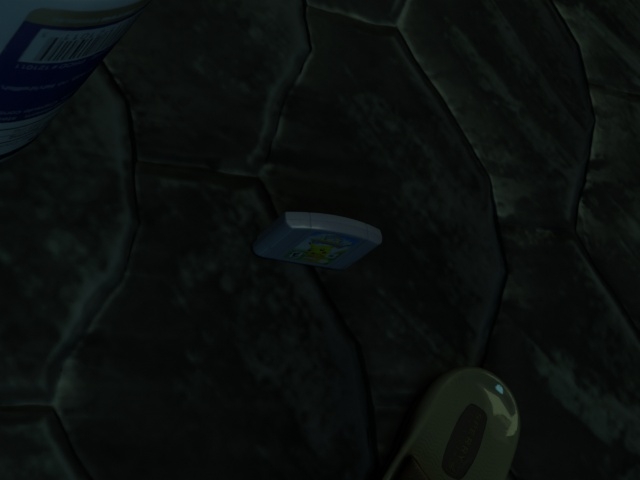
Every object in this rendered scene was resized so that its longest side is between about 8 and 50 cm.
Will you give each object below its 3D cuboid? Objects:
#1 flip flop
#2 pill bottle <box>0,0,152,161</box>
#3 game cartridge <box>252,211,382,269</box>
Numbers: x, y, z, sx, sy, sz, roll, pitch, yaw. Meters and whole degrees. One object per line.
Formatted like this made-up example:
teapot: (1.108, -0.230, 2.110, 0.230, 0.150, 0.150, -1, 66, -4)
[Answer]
flip flop: (0.087, 0.196, 0.718, 0.112, 0.080, 0.277, 41, 51, -14)
pill bottle: (-0.188, -0.126, 0.552, 0.153, 0.265, 0.153, 17, 59, -31)
game cartridge: (0.000, 0.000, 0.765, 0.083, 0.056, 0.017, 10, 56, -32)
